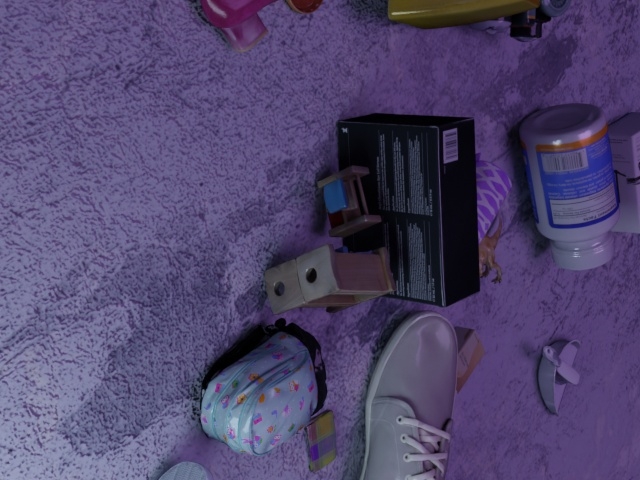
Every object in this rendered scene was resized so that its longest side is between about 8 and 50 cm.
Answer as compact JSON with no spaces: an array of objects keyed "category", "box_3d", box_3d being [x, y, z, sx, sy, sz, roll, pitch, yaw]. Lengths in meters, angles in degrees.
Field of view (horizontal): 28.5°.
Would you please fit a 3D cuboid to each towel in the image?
[{"category":"towel","box_3d":[0.002,0.298,1.879,0.060,0.009,0.083,-25,115,-45]}]

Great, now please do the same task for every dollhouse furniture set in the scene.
[{"category":"dollhouse furniture set","box_3d":[0.000,0.000,1.765,0.129,0.129,0.183,3,69,-49]}]

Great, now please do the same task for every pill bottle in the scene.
[{"category":"pill bottle","box_3d":[0.446,-0.091,2.220,0.152,0.152,0.272,-38,123,-39]}]

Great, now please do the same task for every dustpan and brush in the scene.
[{"category":"dustpan and brush","box_3d":[0.440,0.234,2.336,0.211,0.060,0.147,37,69,-46]}]

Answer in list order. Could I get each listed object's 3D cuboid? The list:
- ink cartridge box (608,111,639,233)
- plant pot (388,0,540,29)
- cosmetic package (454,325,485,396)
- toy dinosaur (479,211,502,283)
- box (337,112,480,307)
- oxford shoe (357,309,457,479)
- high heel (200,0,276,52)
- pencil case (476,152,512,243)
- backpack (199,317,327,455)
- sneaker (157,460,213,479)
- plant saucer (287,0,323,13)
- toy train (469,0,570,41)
[{"category":"ink cartridge box","box_3d":[0.617,-0.133,2.461,0.148,0.086,0.203,-31,118,-42]},{"category":"plant pot","box_3d":[0.221,-0.417,1.830,0.212,0.187,0.212,-14,109,-70]},{"category":"cosmetic package","box_3d":[0.224,0.204,2.096,0.115,0.041,0.060,-52,130,-30]},{"category":"toy dinosaur","box_3d":[0.279,0.024,2.122,0.183,0.053,0.092,-35,120,-40]},{"category":"box","box_3d":[0.129,-0.049,1.837,0.103,0.184,0.261,-18,110,-49]},{"category":"oxford shoe","box_3d":[0.142,0.329,1.939,0.169,0.130,0.449,21,78,-29]},{"category":"high heel","box_3d":[-0.064,-0.366,1.634,0.244,0.082,0.117,-48,141,-12]},{"category":"pencil case","box_3d":[0.232,-0.039,2.040,0.088,0.086,0.206,42,60,-14]},{"category":"backpack","box_3d":[-0.076,0.207,1.695,0.182,0.115,0.152,-28,120,-40]},{"category":"sneaker","box_3d":[-0.200,0.410,1.620,0.258,0.094,0.091,-67,156,-10]},{"category":"plant saucer","box_3d":[-0.023,-0.355,1.739,0.083,0.013,0.083,-10,104,-49]},{"category":"toy train","box_3d":[0.308,-0.489,2.020,0.190,0.142,0.333,-3,101,-37]}]
